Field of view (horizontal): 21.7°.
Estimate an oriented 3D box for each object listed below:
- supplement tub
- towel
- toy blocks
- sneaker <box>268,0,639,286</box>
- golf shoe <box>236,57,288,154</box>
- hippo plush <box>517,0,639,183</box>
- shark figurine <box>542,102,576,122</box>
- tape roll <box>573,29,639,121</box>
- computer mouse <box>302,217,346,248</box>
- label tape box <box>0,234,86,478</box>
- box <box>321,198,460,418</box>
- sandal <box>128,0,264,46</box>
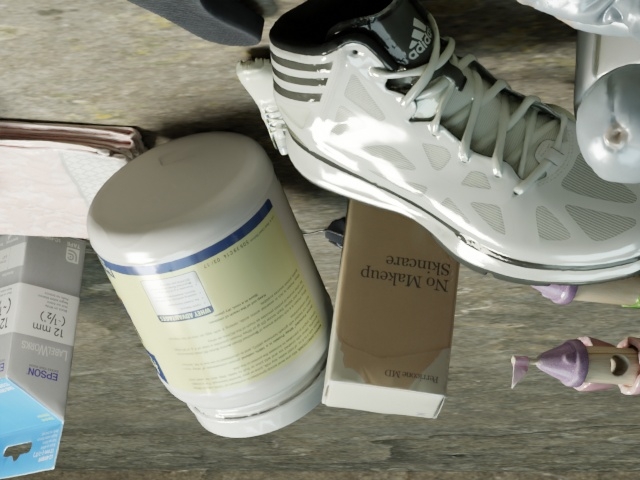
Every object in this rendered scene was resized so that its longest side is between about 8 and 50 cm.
[{"bbox_3d":[-0.121,0.056,2.042,0.235,0.235,0.325,-4,126,28],"label":"supplement tub"},{"bbox_3d":[-0.364,-0.072,2.207,0.317,0.053,0.332,4,160,8],"label":"towel"},{"bbox_3d":[0.351,0.034,1.861,0.260,0.288,0.309,7,178,-20],"label":"toy blocks"},{"bbox_3d":[0.131,-0.112,1.607,0.447,0.169,0.257,20,156,25],"label":"sneaker"},{"bbox_3d":[-0.036,-0.141,1.856,0.069,0.086,0.176,-5,157,33],"label":"golf shoe"},{"bbox_3d":[0.311,-0.158,1.404,0.294,0.236,0.234,-7,174,3],"label":"hippo plush"},{"bbox_3d":[0.228,-0.075,1.806,0.278,0.166,0.116,1,132,3],"label":"shark figurine"},{"bbox_3d":[0.390,-0.165,1.636,0.286,0.100,0.286,6,162,2],"label":"tape roll"},{"bbox_3d":[0.000,0.000,2.319,0.242,0.041,0.071,-2,160,24],"label":"computer mouse"},{"bbox_3d":[-0.476,0.173,2.490,0.115,0.347,0.249,20,156,-35],"label":"label tape box"},{"bbox_3d":[0.092,0.046,2.006,0.148,0.311,0.121,6,161,-1],"label":"box"},{"bbox_3d":[-0.138,-0.252,1.637,0.097,0.054,0.254,6,172,23],"label":"sandal"}]
